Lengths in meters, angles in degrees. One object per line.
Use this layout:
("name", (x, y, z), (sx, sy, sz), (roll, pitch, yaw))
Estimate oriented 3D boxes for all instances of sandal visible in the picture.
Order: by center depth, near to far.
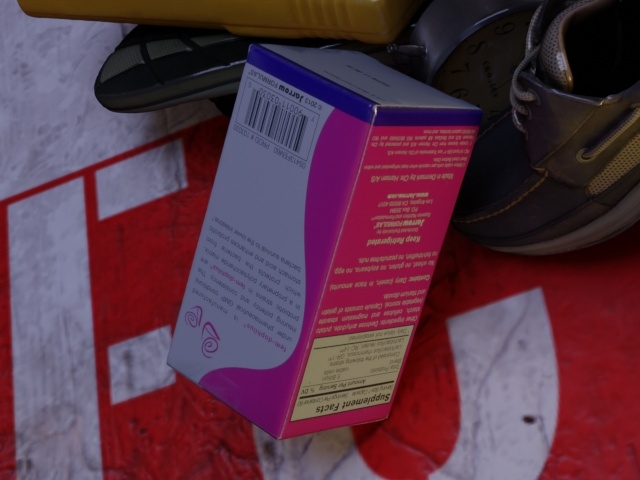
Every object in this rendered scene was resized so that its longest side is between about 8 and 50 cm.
("sandal", (-0.025, -0.125, 1.255), (0.302, 0.086, 0.120), (-5, 39, 17))

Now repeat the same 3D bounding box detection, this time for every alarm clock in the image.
("alarm clock", (0.143, -0.133, 1.153), (0.192, 0.129, 0.064), (-18, 52, 4))

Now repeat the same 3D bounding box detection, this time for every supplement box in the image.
("supplement box", (0.000, 0.000, 1.086), (0.111, 0.114, 0.220), (30, 111, 37))

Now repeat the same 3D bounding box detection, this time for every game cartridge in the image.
("game cartridge", (-0.030, -0.251, 1.308), (0.323, 0.053, 0.285), (10, 45, 29))

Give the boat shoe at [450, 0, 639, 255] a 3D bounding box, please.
("boat shoe", (0.180, -0.105, 1.034), (0.355, 0.130, 0.132), (-34, 36, 46))
